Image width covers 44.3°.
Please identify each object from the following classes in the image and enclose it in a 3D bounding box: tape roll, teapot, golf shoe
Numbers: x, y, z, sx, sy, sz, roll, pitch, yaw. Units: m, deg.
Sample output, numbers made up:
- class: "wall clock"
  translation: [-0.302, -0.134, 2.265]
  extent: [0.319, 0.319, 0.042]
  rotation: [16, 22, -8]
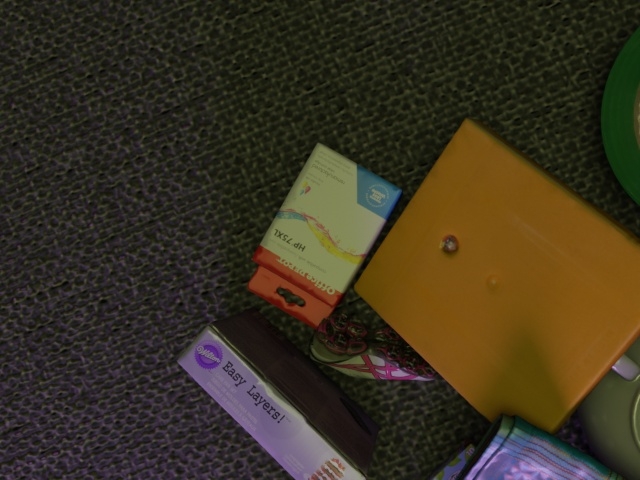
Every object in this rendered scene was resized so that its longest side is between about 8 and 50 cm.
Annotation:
- class: "tape roll"
  translation: [0.516, -0.157, 0.961]
  extent: [0.321, 0.077, 0.321]
  rotation: [0, 91, 34]
- class: "teapot"
  translation: [0.448, 0.211, 0.980]
  extent: [0.256, 0.187, 0.252]
  rotation: [-7, 88, 7]
- class: "golf shoe"
  translation: [0.075, 0.158, 1.087]
  extent: [0.186, 0.086, 0.067]
  rotation: [17, 48, -8]

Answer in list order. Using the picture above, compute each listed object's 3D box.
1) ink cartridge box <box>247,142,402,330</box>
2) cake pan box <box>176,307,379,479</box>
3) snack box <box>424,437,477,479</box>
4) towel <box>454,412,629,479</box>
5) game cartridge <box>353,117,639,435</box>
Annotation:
- class: "ink cartridge box"
  translation: [0.000, 0.000, 1.082]
  extent: [0.134, 0.078, 0.231]
  rotation: [30, 93, 5]
- class: "cake pan box"
  translation: [-0.044, 0.196, 1.001]
  extent: [0.267, 0.246, 0.070]
  rotation: [43, 93, 4]
- class: "snack box"
  translation: [0.219, 0.358, 1.076]
  extent: [0.100, 0.037, 0.141]
  rotation: [-44, 85, 3]
- class: "towel"
  translation: [0.308, 0.394, 0.922]
  extent: [0.370, 0.040, 0.271]
  rotation: [31, 111, 7]
- class: "game cartridge"
  translation: [0.225, 0.052, 0.974]
  extent: [0.324, 0.053, 0.285]
  rotation: [44, 114, 28]
